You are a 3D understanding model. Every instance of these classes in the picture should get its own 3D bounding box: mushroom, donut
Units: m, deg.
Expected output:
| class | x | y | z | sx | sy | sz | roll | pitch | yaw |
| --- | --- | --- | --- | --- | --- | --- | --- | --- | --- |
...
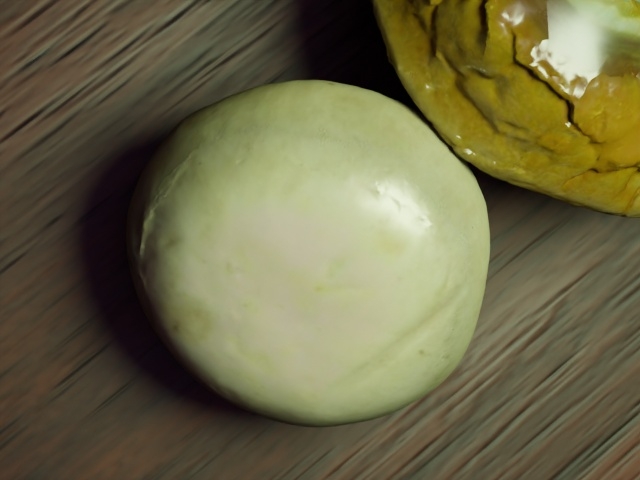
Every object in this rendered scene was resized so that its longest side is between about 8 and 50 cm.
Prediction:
| class | x | y | z | sx | sy | sz | roll | pitch | yaw |
| --- | --- | --- | --- | --- | --- | --- | --- | --- | --- |
| mushroom | 0.000 | 0.000 | 0.979 | 0.246 | 0.202 | 0.246 | 11 | 122 | 18 |
| donut | 0.201 | -0.161 | 0.967 | 0.330 | 0.160 | 0.330 | 13 | 65 | -29 |
